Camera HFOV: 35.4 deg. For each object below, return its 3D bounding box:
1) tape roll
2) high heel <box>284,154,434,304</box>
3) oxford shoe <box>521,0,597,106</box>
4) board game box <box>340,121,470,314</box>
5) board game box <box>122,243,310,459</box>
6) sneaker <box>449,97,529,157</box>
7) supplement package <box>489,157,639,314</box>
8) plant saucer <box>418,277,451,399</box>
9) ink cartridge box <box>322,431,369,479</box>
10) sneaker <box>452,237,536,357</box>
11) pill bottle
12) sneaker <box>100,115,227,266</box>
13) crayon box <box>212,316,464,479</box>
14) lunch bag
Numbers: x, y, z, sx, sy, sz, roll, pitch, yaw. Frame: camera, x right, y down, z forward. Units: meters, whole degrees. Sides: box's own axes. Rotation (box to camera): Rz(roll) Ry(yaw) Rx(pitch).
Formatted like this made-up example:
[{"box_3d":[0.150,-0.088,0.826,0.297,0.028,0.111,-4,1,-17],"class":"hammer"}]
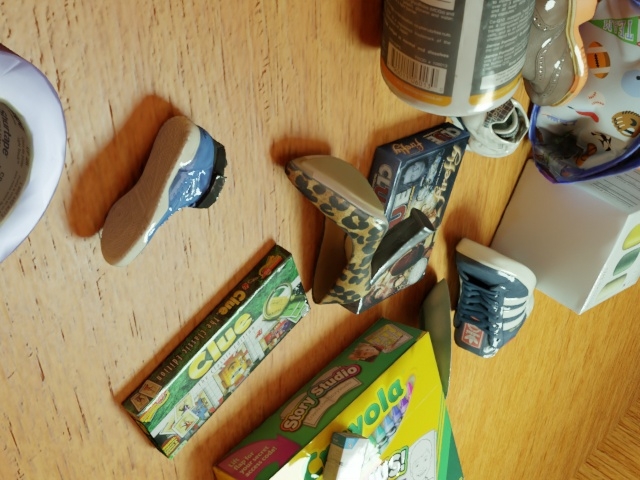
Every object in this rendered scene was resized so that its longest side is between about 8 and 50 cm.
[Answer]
[{"box_3d":[-0.274,-0.059,0.689,0.189,0.080,0.189,-38,148,-30],"class":"tape roll"},{"box_3d":[0.000,0.000,1.205,0.186,0.093,0.261,-40,140,22],"class":"high heel"},{"box_3d":[0.276,-0.275,1.335,0.132,0.130,0.364,-21,156,3],"class":"oxford shoe"},{"box_3d":[0.111,-0.030,1.366,0.165,0.042,0.243,-24,138,-45],"class":"board game box"},{"box_3d":[-0.115,0.134,1.195,0.260,0.030,0.136,-47,148,-18],"class":"board game box"},{"box_3d":[0.247,-0.157,1.397,0.090,0.094,0.235,-60,153,3],"class":"sneaker"},{"box_3d":[0.464,-0.027,1.761,0.262,0.198,0.199,-15,132,-51],"class":"supplement package"},{"box_3d":[0.179,0.156,1.594,0.195,0.037,0.195,180,-90,-89],"class":"plant saucer"},{"box_3d":[0.032,0.306,1.368,0.048,0.028,0.083,15,89,-43],"class":"ink cartridge box"},{"box_3d":[0.276,0.112,1.680,0.148,0.131,0.350,-58,153,-8],"class":"sneaker"},{"box_3d":[0.147,-0.280,1.037,0.162,0.162,0.279,-38,147,-32],"class":"pill bottle"},{"box_3d":[-0.140,-0.035,0.947,0.084,0.058,0.152,30,87,-54],"class":"sneaker"},{"box_3d":[0.045,0.345,1.490,0.363,0.106,0.313,-39,128,-31],"class":"crayon box"},{"box_3d":[0.507,-0.280,1.549,0.328,0.239,0.385,-38,163,-33],"class":"lunch bag"}]
